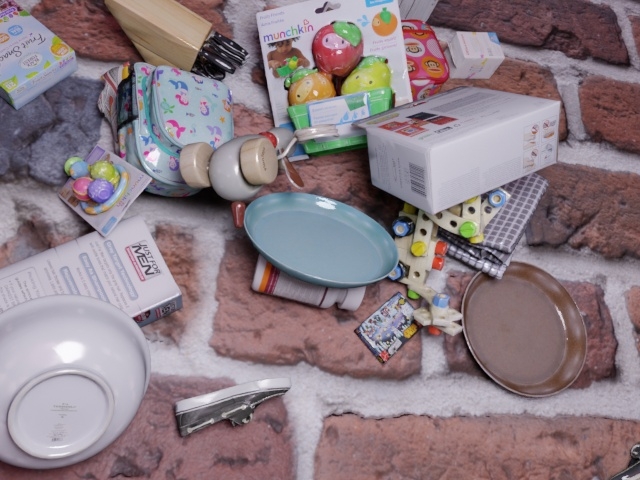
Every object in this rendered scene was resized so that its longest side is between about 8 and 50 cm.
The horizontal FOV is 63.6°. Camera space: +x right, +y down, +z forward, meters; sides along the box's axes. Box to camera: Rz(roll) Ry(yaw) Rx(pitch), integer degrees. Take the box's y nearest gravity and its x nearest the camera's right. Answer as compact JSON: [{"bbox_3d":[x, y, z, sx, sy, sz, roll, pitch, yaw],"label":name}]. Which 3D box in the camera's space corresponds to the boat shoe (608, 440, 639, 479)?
[{"bbox_3d":[0.713,0.481,1.121,0.233,0.084,0.079,-21,36,-14],"label":"boat shoe"}]

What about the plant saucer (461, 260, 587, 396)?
[{"bbox_3d":[0.455,0.198,1.177,0.311,0.050,0.310,5,67,-13],"label":"plant saucer"}]

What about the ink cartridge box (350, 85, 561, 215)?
[{"bbox_3d":[0.260,-0.198,1.035,0.310,0.130,0.272,-22,31,-19],"label":"ink cartridge box"}]

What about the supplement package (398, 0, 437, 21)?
[{"bbox_3d":[0.228,-0.697,1.458,0.180,0.105,0.105,-3,70,-16],"label":"supplement package"}]

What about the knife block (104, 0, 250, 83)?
[{"bbox_3d":[-0.304,-0.464,1.162,0.242,0.275,0.088,7,63,21],"label":"knife block"}]

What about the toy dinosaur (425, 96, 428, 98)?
[{"bbox_3d":[0.248,-0.223,1.213,0.127,0.200,0.295,32,63,-1],"label":"toy dinosaur"}]

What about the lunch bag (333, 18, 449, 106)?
[{"bbox_3d":[0.170,-0.479,1.352,0.293,0.120,0.258,-6,65,-14],"label":"lunch bag"}]

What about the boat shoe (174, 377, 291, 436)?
[{"bbox_3d":[-0.157,0.310,0.967,0.220,0.077,0.070,-13,71,-10],"label":"boat shoe"}]

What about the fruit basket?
[{"bbox_3d":[0.033,-0.375,1.164,0.327,0.165,0.352,-8,100,11],"label":"fruit basket"}]

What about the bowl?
[{"bbox_3d":[-0.410,0.243,0.815,0.298,0.134,0.297,-6,104,-27],"label":"bowl"}]

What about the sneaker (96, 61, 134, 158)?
[{"bbox_3d":[-0.439,-0.280,1.144,0.093,0.088,0.225,-10,73,11],"label":"sneaker"}]

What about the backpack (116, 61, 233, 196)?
[{"bbox_3d":[-0.295,-0.222,1.071,0.225,0.191,0.253,5,81,-42],"label":"backpack"}]

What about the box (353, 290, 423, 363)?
[{"bbox_3d":[0.152,0.187,1.117,0.137,0.027,0.094,-38,82,-24],"label":"box"}]

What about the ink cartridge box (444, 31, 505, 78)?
[{"bbox_3d":[0.417,-0.515,1.438,0.143,0.090,0.092,-4,69,-14],"label":"ink cartridge box"}]

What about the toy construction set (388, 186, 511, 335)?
[{"bbox_3d":[0.251,0.027,1.085,0.215,0.151,0.327,16,98,24],"label":"toy construction set"}]

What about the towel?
[{"bbox_3d":[0.378,-0.084,1.208,0.235,0.121,0.283,30,61,14],"label":"towel"}]

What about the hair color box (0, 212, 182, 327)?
[{"bbox_3d":[-0.466,0.116,0.946,0.375,0.113,0.185,-26,77,-21],"label":"hair color box"}]

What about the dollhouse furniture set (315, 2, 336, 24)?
[{"bbox_3d":[0.003,-0.606,1.419,0.114,0.091,0.081,21,20,-29],"label":"dollhouse furniture set"}]

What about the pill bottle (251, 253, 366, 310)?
[{"bbox_3d":[-0.023,0.071,1.069,0.221,0.121,0.121,15,65,-8],"label":"pill bottle"}]

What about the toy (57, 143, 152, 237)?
[{"bbox_3d":[-0.437,-0.113,0.995,0.237,0.056,0.136,29,80,41],"label":"toy"}]

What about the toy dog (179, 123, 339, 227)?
[{"bbox_3d":[-0.119,-0.130,1.018,0.334,0.220,0.160,-24,115,-47],"label":"toy dog"}]

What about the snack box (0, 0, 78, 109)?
[{"bbox_3d":[-0.679,-0.416,1.136,0.207,0.070,0.174,40,64,2],"label":"snack box"}]

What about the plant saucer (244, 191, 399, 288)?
[{"bbox_3d":[0.000,0.000,1.032,0.318,0.043,0.317,13,31,-8],"label":"plant saucer"}]
